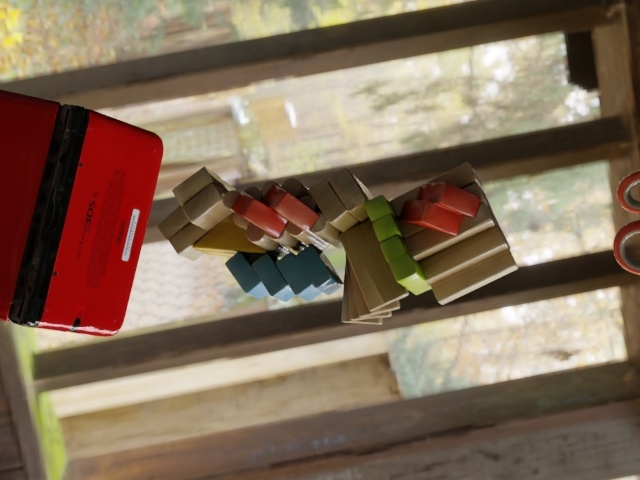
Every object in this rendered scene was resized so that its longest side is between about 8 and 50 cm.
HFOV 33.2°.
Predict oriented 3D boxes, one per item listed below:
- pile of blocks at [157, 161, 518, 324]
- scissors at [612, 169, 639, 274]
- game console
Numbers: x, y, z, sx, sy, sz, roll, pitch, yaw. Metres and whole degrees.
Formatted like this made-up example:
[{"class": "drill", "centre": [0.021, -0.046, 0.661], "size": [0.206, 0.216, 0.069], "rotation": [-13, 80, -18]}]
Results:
[{"class": "pile of blocks", "centre": [0.000, 0.000, 1.029], "size": [0.112, 0.362, 0.149], "rotation": [33, 57, -69]}, {"class": "scissors", "centre": [0.412, 0.020, 0.992], "size": [0.021, 0.297, 0.109], "rotation": [-35, 141, -58]}, {"class": "game console", "centre": [-0.186, -0.018, 0.710], "size": [0.124, 0.085, 0.144], "rotation": [16, 86, -54]}]
